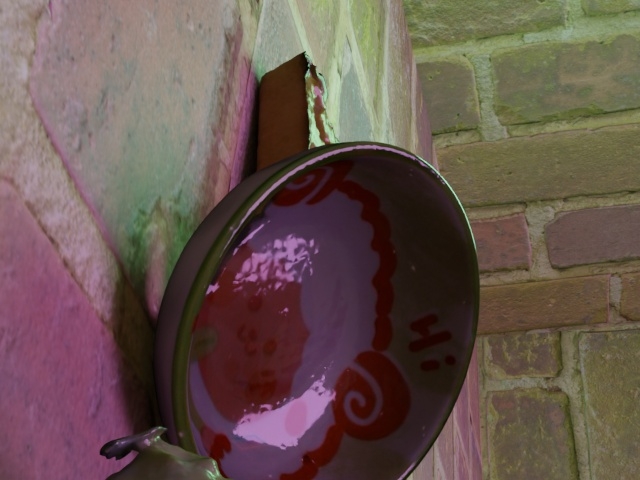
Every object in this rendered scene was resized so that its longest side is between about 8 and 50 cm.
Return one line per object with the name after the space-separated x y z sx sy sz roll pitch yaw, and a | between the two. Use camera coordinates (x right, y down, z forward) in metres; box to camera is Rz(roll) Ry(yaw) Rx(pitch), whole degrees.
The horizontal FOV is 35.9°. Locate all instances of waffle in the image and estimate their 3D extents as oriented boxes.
0.001 0.000 1.108 0.304 0.078 0.348 66 17 -45 | waffle

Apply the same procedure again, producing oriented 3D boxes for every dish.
-0.018 0.071 0.822 0.324 0.124 0.324 -13 110 -40 | dish

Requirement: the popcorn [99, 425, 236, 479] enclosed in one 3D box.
-0.096 0.177 0.451 0.212 0.198 0.198 48 37 -55 | popcorn
